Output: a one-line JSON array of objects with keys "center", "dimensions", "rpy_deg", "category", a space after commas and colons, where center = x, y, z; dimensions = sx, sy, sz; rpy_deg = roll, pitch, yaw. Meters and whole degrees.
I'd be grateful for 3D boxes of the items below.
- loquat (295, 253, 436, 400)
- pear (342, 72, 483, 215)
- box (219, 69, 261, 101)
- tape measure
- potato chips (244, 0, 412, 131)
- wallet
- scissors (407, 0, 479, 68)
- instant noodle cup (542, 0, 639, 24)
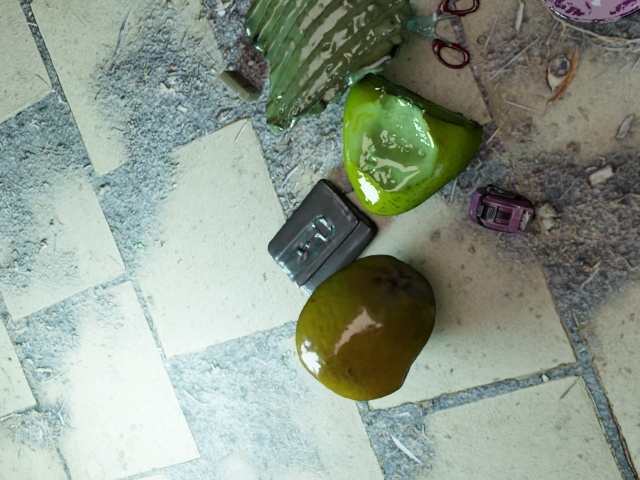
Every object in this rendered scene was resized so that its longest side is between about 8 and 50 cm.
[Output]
[{"center": [0.088, 0.168, 1.618], "dimensions": [0.276, 0.276, 0.283], "rpy_deg": [38, 126, 16], "category": "loquat"}, {"center": [0.139, -0.175, 1.585], "dimensions": [0.292, 0.159, 0.292], "rpy_deg": [8, 108, 27], "category": "pear"}, {"center": [-0.175, -0.337, 1.771], "dimensions": [0.083, 0.053, 0.024], "rpy_deg": [46, 118, 13], "category": "box"}, {"center": [0.343, -0.058, 1.524], "dimensions": [0.125, 0.118, 0.074], "rpy_deg": [15, 107, 6], "category": "tape measure"}, {"center": [0.003, -0.410, 1.612], "dimensions": [0.389, 0.097, 0.373], "rpy_deg": [-25, 64, 32], "category": "potato chips"}, {"center": [0.000, 0.000, 1.758], "dimensions": [0.182, 0.049, 0.229], "rpy_deg": [46, 116, 15], "category": "wallet"}, {"center": [0.182, -0.422, 1.587], "dimensions": [0.248, 0.017, 0.144], "rpy_deg": [15, 107, 26], "category": "scissors"}, {"center": [0.474, -0.473, 1.320], "dimensions": [0.251, 0.190, 0.251], "rpy_deg": [6, 103, 27], "category": "instant noodle cup"}]
